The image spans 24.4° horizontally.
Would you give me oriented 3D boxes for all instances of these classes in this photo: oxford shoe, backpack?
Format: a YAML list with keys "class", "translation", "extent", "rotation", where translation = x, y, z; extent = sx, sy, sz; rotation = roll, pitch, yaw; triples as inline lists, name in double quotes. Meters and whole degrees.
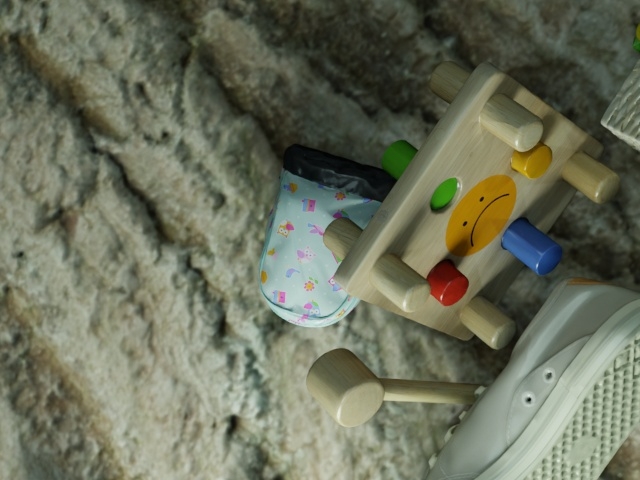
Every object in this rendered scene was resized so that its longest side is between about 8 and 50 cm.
- class: "oxford shoe"
  translation: [0.188, 0.219, 1.498]
  extent: [0.449, 0.169, 0.130]
  rotation: [-55, 47, 13]
- class: "backpack"
  translation: [0.000, 0.000, 1.570]
  extent: [0.152, 0.115, 0.182]
  rotation: [19, 96, 14]

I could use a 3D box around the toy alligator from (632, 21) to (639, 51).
- class: "toy alligator"
  translation: [0.361, -0.249, 1.507]
  extent: [0.051, 0.056, 0.189]
  rotation: [31, 99, 56]

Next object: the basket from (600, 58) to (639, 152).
- class: "basket"
  translation: [0.368, -0.146, 1.447]
  extent: [0.103, 0.113, 0.167]
  rotation: [29, 97, -23]

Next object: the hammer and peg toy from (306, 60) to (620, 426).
- class: "hammer and peg toy"
  translation: [0.125, 0.015, 1.472]
  extent: [0.127, 0.266, 0.361]
  rotation: [40, 100, 36]
